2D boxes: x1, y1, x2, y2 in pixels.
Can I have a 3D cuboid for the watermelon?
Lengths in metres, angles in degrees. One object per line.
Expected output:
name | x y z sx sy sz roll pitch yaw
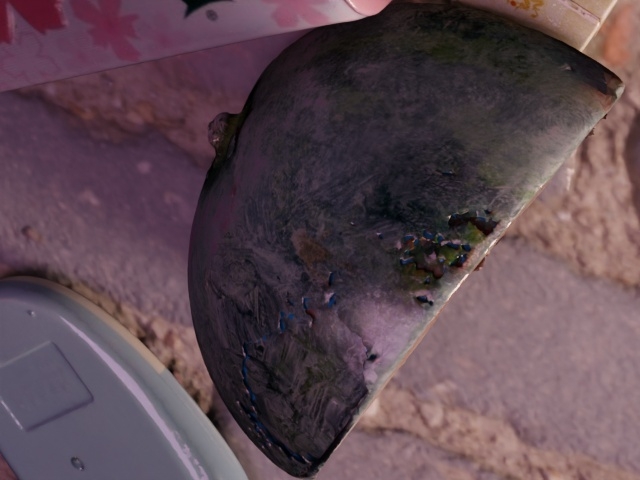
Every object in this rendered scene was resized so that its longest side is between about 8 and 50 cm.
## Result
watermelon | -0.005 -0.004 1.072 0.175 0.188 0.322 39 135 4

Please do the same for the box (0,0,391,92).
box | -0.139 -0.187 1.081 0.370 0.112 0.190 -9 115 36

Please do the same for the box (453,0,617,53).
box | 0.128 -0.167 0.984 0.090 0.024 0.167 35 134 4

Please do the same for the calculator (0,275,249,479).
calculator | -0.148 0.153 1.380 0.188 0.042 0.302 -28 102 41
